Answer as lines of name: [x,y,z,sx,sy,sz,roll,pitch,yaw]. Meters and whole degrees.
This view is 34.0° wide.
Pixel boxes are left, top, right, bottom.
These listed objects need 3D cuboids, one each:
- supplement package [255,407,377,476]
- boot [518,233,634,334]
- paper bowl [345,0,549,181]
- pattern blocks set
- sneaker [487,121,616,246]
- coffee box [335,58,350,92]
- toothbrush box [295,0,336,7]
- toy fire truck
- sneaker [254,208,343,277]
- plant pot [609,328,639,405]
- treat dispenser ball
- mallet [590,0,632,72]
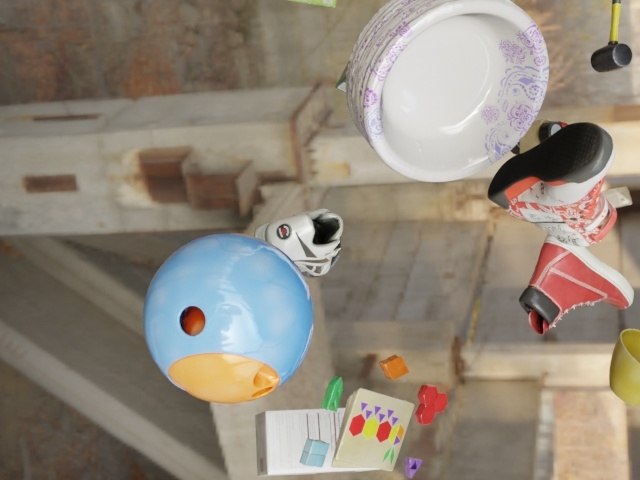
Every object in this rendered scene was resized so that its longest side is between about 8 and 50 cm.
supplement package: [-0.007,0.429,2.233,0.139,0.244,0.134,133,-44,-72]
boot: [0.467,0.113,1.931,0.244,0.088,0.176,31,80,-31]
paper bowl: [0.171,-0.239,1.510,0.148,0.284,0.284,-122,-167,-50]
pattern blocks set: [0.098,0.350,1.927,0.325,0.026,0.286,34,76,-44]
sneaker: [0.336,-0.066,1.340,0.090,0.145,0.270,-64,-168,-16]
coffee box: [0.090,-0.343,1.967,0.113,0.040,0.184,-63,-169,-11]
toothbrush box: [0.001,-0.672,2.240,0.283,0.122,0.206,97,2,-64]
toy fire truck: [0.545,-0.141,2.288,0.246,0.158,0.217,9,79,-40]
sneaker: [0.000,0.000,2.203,0.330,0.146,0.123,2,66,-68]
plant pot: [0.566,0.236,1.858,0.095,0.134,0.134,-63,179,28]
treat dispenser ball: [-0.153,0.130,1.762,0.288,0.288,0.288,-2,90,-74]
mallet: [0.436,-0.343,1.566,0.062,0.039,0.190,158,-63,-68]
